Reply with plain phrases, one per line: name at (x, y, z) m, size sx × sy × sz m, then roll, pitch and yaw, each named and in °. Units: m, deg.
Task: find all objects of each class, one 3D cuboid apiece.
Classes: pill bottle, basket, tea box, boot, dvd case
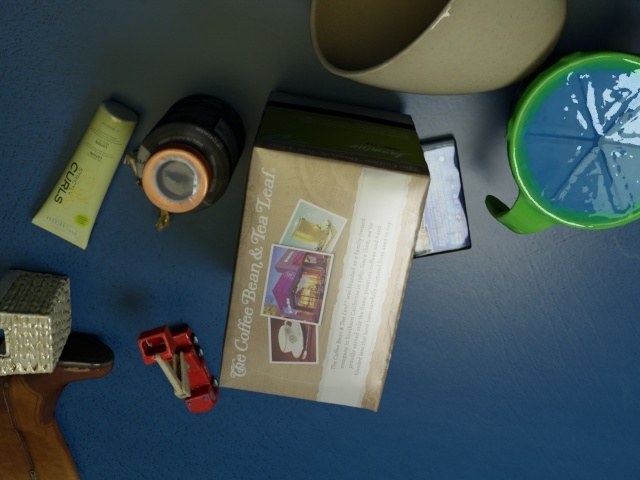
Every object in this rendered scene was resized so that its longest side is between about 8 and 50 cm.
pill bottle at (-0.182, -0.118, 1.255) m, size 0.130 × 0.246 × 0.130 m, roll 1°, pitch 110°, yaw 2°
basket at (-0.454, 0.126, 1.403) m, size 0.103 × 0.167 × 0.113 m, roll 2°, pitch 111°, yaw -6°
tea box at (0.000, 0.000, 1.229) m, size 0.220 × 0.323 × 0.329 m, roll 10°, pitch 112°, yaw -2°
boot at (-0.449, 0.302, 1.504) m, size 0.264 × 0.096 × 0.280 m, roll -6°, pitch 111°, yaw 4°
dvd case at (0.097, -0.050, 1.392) m, size 0.253 × 0.022 × 0.180 m, roll -10°, pitch 111°, yaw 5°

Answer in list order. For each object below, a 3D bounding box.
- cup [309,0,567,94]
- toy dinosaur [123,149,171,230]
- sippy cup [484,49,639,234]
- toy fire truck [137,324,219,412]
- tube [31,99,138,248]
cup at (0.179, -0.321, 1.160) m, size 0.237 × 0.331 × 0.331 m, roll 21°, pitch 112°, yaw -34°
toy dinosaur at (-0.251, -0.097, 1.341) m, size 0.053 × 0.092 × 0.183 m, roll -29°, pitch 143°, yaw -16°
sippy cup at (0.358, -0.159, 1.234) m, size 0.305 × 0.224 × 0.240 m, roll -16°, pitch 109°, yaw 7°
toy fire truck at (-0.222, 0.207, 1.438) m, size 0.047 × 0.135 × 0.192 m, roll -18°, pitch 109°, yaw 8°
tube at (-0.353, -0.098, 1.371) m, size 0.070 × 0.062 × 0.240 m, roll 47°, pitch 117°, yaw 28°
